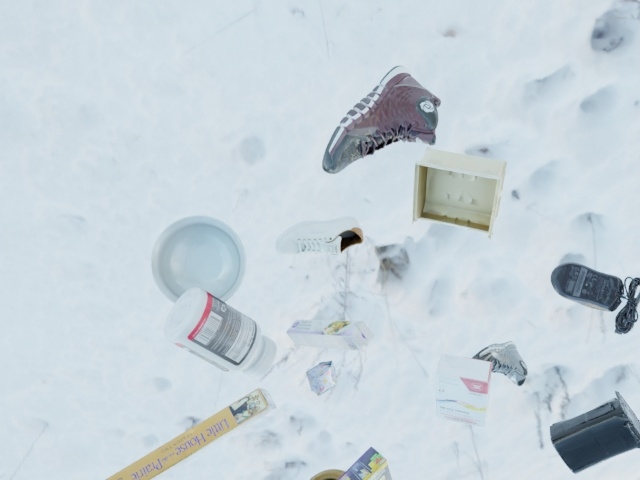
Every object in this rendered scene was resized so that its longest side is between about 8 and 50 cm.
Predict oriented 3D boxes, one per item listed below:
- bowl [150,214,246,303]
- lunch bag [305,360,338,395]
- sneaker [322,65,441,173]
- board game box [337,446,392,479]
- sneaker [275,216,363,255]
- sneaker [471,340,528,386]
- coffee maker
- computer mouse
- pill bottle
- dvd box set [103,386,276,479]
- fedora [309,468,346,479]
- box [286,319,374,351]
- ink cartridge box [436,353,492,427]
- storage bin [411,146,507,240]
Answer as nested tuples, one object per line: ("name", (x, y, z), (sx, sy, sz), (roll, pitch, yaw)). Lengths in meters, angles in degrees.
("bowl", (-0.382, 0.074, 1.826), (0.298, 0.298, 0.134), (-3, 174, -3))
("lunch bag", (0.007, 0.390, 1.624), (0.083, 0.053, 0.071), (-27, 118, -24))
("sneaker", (0.139, -0.211, 1.121), (0.162, 0.281, 0.106), (37, 166, 13))
("board game box", (0.072, 0.528, 1.168), (0.170, 0.048, 0.141), (-37, 134, -23))
("sneaker", (0.000, 0.000, 1.827), (0.290, 0.123, 0.106), (-16, 126, -7))
("sneaker", (0.546, 0.377, 1.688), (0.228, 0.132, 0.086), (-5, 140, -40))
("coffee maker", (0.613, 0.434, 1.269), (0.178, 0.120, 0.171), (-37, 155, 23))
("computer mouse", (0.853, 0.162, 1.773), (0.272, 0.188, 0.072), (24, 172, 19))
("pill bottle", (-0.288, 0.286, 1.690), (0.176, 0.176, 0.318), (-38, 122, 25))
("dvd box set", (-0.317, 0.524, 1.491), (0.420, 0.062, 0.307), (-30, 166, -8))
("fedora", (0.039, 0.707, 1.497), (0.194, 0.194, 0.079), (-18, 139, 10))
("box", (0.021, 0.280, 1.695), (0.324, 0.063, 0.067), (-10, 121, 52))
("ink cartridge box", (0.329, 0.360, 1.310), (0.115, 0.067, 0.198), (6, 128, 20))
("storage bin", (0.440, -0.144, 1.822), (0.262, 0.123, 0.260), (13, 131, 20))
